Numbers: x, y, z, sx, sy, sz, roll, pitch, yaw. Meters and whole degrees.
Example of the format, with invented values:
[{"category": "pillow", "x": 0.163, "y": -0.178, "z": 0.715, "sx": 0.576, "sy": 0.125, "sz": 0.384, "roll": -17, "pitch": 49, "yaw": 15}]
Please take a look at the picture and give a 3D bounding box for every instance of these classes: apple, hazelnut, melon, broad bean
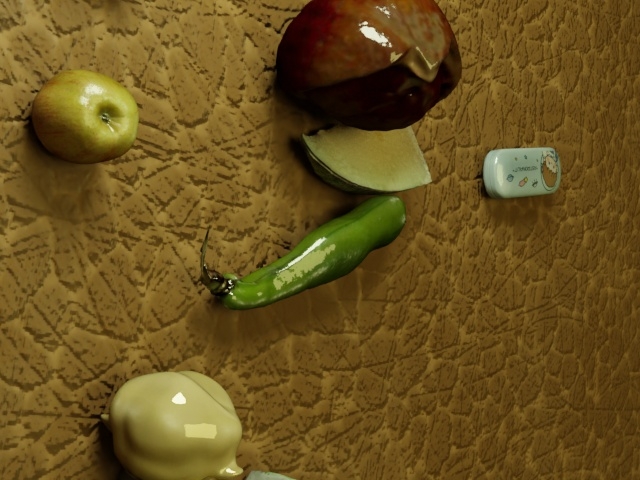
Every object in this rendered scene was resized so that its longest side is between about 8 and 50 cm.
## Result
[{"category": "apple", "x": -0.192, "y": -0.102, "z": 0.795, "sx": 0.084, "sy": 0.071, "sz": 0.083, "roll": 2, "pitch": 87, "yaw": -48}, {"category": "hazelnut", "x": 0.049, "y": -0.186, "z": 1.000, "sx": 0.202, "sy": 0.170, "sz": 0.160, "roll": -29, "pitch": 84, "yaw": -39}, {"category": "melon", "x": 0.047, "y": -0.090, "z": 1.079, "sx": 0.182, "sy": 0.054, "sz": 0.097, "roll": -23, "pitch": 101, "yaw": -45}, {"category": "broad bean", "x": -0.004, "y": 0.009, "z": 0.997, "sx": 0.318, "sy": 0.056, "sz": 0.098, "roll": -16, "pitch": 137, "yaw": -49}]

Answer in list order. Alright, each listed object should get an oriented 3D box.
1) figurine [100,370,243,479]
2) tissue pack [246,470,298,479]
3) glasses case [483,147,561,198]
[{"category": "figurine", "x": -0.132, "y": 0.209, "z": 0.826, "sx": 0.108, "sy": 0.114, "sz": 0.195, "roll": 13, "pitch": 83, "yaw": -47}, {"category": "tissue pack", "x": 0.010, "y": 0.356, "z": 0.953, "sx": 0.229, "sy": 0.145, "sz": 0.159, "roll": 49, "pitch": 54, "yaw": -36}, {"category": "glasses case", "x": 0.283, "y": -0.095, "z": 1.342, "sx": 0.179, "sy": 0.045, "sz": 0.067, "roll": -8, "pitch": 96, "yaw": -48}]
